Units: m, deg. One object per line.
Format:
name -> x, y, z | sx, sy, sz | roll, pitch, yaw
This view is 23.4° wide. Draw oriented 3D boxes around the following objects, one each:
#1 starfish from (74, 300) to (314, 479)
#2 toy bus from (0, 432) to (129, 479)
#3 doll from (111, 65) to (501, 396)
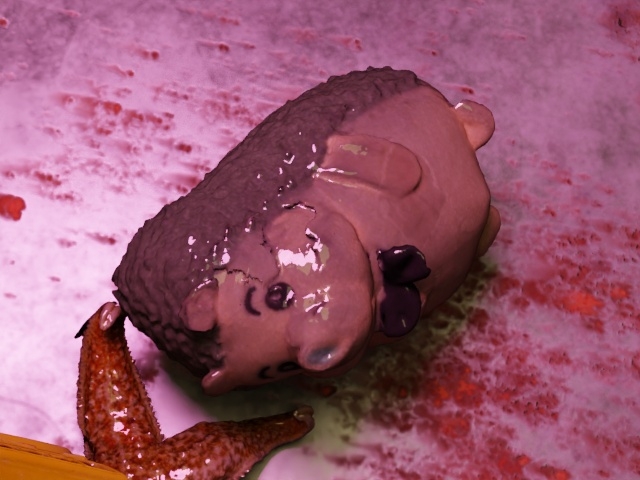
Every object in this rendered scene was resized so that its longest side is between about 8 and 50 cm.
starfish -> -0.148, 0.199, 1.312 | 0.312, 0.113, 0.303 | -16, 74, -9
toy bus -> -0.314, 0.189, 1.130 | 0.331, 0.151, 0.145 | 18, 78, -32
doll -> 0.000, 0.000, 1.305 | 0.349, 0.247, 0.247 | -26, 75, -31
